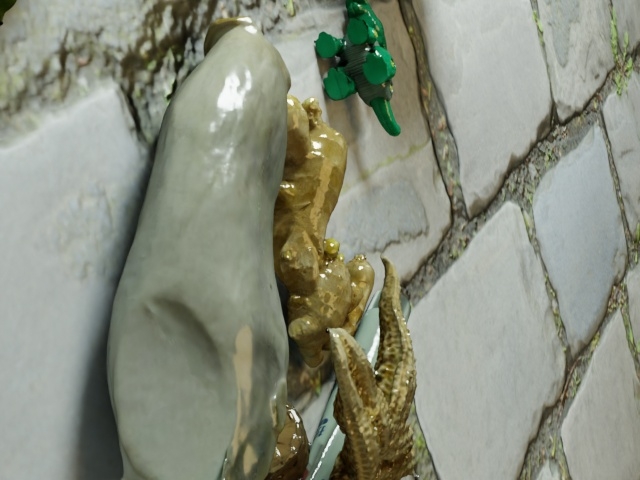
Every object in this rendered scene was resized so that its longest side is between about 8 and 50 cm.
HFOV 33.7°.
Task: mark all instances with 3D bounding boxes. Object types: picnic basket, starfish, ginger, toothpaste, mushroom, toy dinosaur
[{"bbox_3d":[-0.040,0.146,0.701,0.083,0.072,0.072,96,10,-49],"label":"picnic basket"},{"bbox_3d":[0.019,0.149,0.712,0.236,0.062,0.277,7,100,-69],"label":"starfish"},{"bbox_3d":[0.000,0.000,0.809,0.193,0.053,0.176,48,43,-46],"label":"ginger"},{"bbox_3d":[0.024,0.130,0.829,0.239,0.039,0.062,-63,161,-44],"label":"toothpaste"},{"bbox_3d":[-0.066,0.005,0.653,0.109,0.097,0.351,37,49,-48],"label":"mushroom"},{"bbox_3d":[0.044,-0.153,0.927,0.096,0.059,0.132,-28,99,-65],"label":"toy dinosaur"}]

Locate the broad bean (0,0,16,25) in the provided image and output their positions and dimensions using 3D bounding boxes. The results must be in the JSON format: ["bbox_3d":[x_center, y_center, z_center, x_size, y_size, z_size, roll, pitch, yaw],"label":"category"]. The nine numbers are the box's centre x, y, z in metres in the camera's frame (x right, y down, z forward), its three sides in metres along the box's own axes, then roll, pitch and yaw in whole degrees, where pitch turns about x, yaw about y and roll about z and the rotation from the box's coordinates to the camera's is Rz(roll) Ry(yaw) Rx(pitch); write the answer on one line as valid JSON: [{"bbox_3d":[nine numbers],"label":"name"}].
[{"bbox_3d":[-0.224,-0.186,0.476,0.053,0.052,0.256,-48,141,-1],"label":"broad bean"}]
